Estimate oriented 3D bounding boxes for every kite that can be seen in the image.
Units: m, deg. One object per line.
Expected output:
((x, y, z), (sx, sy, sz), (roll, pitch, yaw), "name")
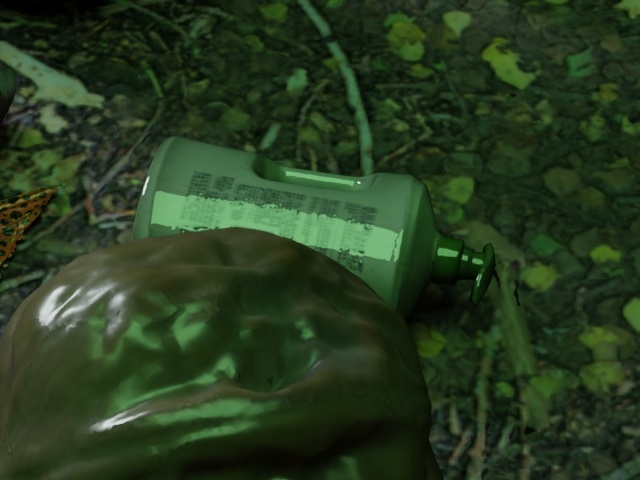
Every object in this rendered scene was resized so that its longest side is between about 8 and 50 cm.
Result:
((-0.273, 0.022, 1.307), (0.125, 0.008, 0.222), (11, 48, 13), "kite")

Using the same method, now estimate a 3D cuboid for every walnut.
((-0.063, 0.122, 1.066), (0.273, 0.273, 0.227), (-24, 20, -21), "walnut")

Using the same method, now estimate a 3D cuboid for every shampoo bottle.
((0.000, 0.000, 1.271), (0.234, 0.087, 0.118), (9, 49, 8), "shampoo bottle")

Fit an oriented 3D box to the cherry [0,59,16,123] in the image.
((-0.301, -0.128, 1.368), (0.148, 0.115, 0.188), (-19, 50, -11), "cherry")

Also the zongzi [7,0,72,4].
((-0.145, -0.381, 1.354), (0.432, 0.403, 0.208), (-15, 38, 21), "zongzi")
